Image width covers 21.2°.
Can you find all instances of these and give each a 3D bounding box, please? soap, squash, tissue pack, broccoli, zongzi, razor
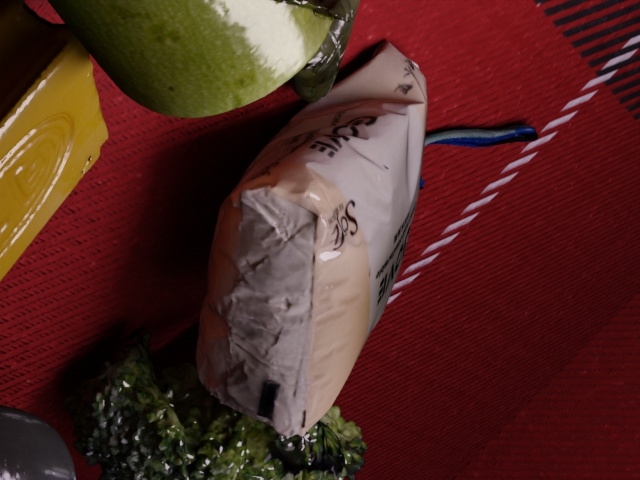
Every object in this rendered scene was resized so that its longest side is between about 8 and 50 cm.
[{"bbox_3d":[-0.328,-0.050,1.586,0.324,0.096,0.204,-55,161,-23],"label":"soap"},{"bbox_3d":[-0.154,-0.269,1.464,0.210,0.233,0.309,-37,147,-7],"label":"squash"},{"bbox_3d":[0.000,0.000,2.040,0.375,0.195,0.390,-51,155,-49],"label":"tissue pack"},{"bbox_3d":[-0.119,0.254,2.169,0.317,0.338,0.277,-38,156,-33],"label":"broccoli"},{"bbox_3d":[0.016,-0.220,1.953,0.130,0.062,0.154,-50,160,-11],"label":"zongzi"},{"bbox_3d":[0.192,-0.129,2.309,0.324,0.093,0.056,-19,109,-44],"label":"razor"}]

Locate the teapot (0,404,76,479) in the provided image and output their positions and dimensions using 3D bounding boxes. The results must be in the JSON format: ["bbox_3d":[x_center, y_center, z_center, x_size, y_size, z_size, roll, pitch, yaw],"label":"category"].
[{"bbox_3d":[-0.469,0.270,1.920,0.285,0.305,0.223,34,62,-55],"label":"teapot"}]
